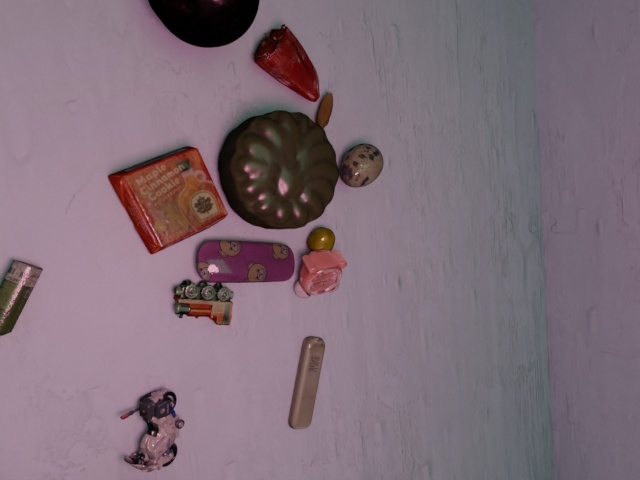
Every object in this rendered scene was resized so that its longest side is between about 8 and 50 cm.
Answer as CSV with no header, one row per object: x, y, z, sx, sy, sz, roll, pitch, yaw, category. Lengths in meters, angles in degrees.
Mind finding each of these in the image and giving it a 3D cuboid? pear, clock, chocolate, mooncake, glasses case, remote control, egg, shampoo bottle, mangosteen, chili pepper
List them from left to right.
-0.699,0.149,0.913,0.065,0.065,0.204,27,76,-32,shampoo bottle
-0.393,-0.114,1.092,0.237,0.108,0.234,-30,106,-29,chocolate
-0.296,-0.649,1.057,0.297,0.313,0.297,0,95,3,mangosteen
-0.216,0.066,1.230,0.316,0.076,0.123,3,80,-36,glasses case
-0.120,-0.206,1.225,0.356,0.194,0.356,0,90,-34,mooncake
-0.086,-0.552,1.303,0.253,0.136,0.144,34,28,-41,chili pepper
-0.043,0.484,1.386,0.090,0.038,0.309,13,84,-35,remote control
-0.005,0.114,1.354,0.166,0.092,0.162,-9,134,-29,clock
0.000,0.000,1.380,0.097,0.092,0.092,-16,100,-17,pear
0.140,-0.260,1.431,0.181,0.141,0.141,-46,115,-26,egg

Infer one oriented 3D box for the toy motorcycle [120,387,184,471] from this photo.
-0.443,0.514,1.083,0.150,0.102,0.221,-5,97,-55,toy motorcycle

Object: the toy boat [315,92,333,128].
0.013,-0.435,1.396,0.047,0.049,0.149,17,83,-3,toy boat

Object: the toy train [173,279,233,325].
-0.333,0.177,1.162,0.176,0.074,0.118,9,89,-36,toy train
